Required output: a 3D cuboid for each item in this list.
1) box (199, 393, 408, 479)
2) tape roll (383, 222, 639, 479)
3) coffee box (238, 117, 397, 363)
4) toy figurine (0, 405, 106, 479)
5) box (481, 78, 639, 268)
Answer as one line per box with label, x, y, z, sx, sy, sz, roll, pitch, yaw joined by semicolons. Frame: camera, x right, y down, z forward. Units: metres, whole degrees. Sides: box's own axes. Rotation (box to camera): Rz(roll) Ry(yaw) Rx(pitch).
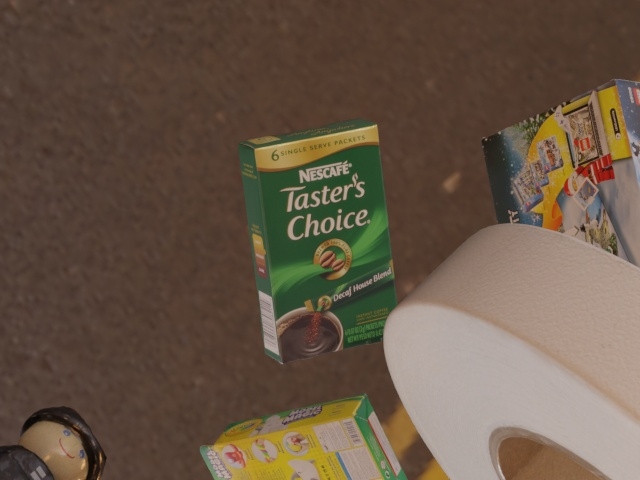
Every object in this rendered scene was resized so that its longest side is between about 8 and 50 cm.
box;-0.018;0.210;1.628;0.179;0.105;0.043;-16;-160;28
tape roll;0.194;0.157;0.977;0.072;0.392;0.392;-42;149;-15
coffee box;0.000;0.000;1.429;0.113;0.040;0.184;-11;104;-21
toy figurine;-0.247;0.193;1.104;0.148;0.209;0.213;-42;141;-57
box;0.230;-0.003;1.515;0.044;0.233;0.159;2;162;-42
